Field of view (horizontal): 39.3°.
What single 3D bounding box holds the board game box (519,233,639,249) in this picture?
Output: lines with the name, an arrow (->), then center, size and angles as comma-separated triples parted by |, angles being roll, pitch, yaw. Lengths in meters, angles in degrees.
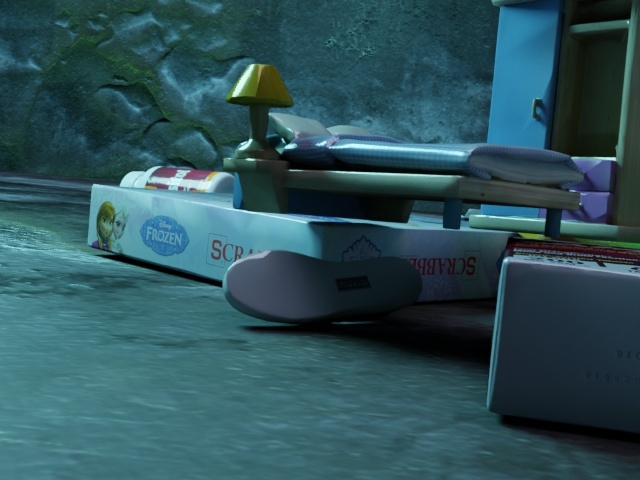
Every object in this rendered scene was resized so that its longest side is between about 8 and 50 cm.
board game box -> 0.250, 0.009, 0.772 | 0.124, 0.039, 0.259 | 8, 22, -23

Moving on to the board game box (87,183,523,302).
board game box -> 0.000, 0.000, 0.857 | 0.318, 0.065, 0.319 | 1, 7, -45

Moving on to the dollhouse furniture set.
dollhouse furniture set -> 0.132, -0.102, 0.586 | 0.303, 0.198, 0.286 | 2, 3, -43

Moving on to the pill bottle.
pill bottle -> -0.187, -0.053, 1.186 | 0.152, 0.086, 0.086 | 7, 5, 25

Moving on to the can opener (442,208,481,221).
can opener -> 0.252, 0.027, 0.954 | 0.284, 0.075, 0.095 | 8, 37, 24

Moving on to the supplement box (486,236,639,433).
supplement box -> 0.162, 0.042, 0.489 | 0.130, 0.073, 0.239 | 6, 3, 11

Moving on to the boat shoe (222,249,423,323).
boat shoe -> 0.000, 0.036, 0.594 | 0.142, 0.049, 0.040 | 1, -27, -25
